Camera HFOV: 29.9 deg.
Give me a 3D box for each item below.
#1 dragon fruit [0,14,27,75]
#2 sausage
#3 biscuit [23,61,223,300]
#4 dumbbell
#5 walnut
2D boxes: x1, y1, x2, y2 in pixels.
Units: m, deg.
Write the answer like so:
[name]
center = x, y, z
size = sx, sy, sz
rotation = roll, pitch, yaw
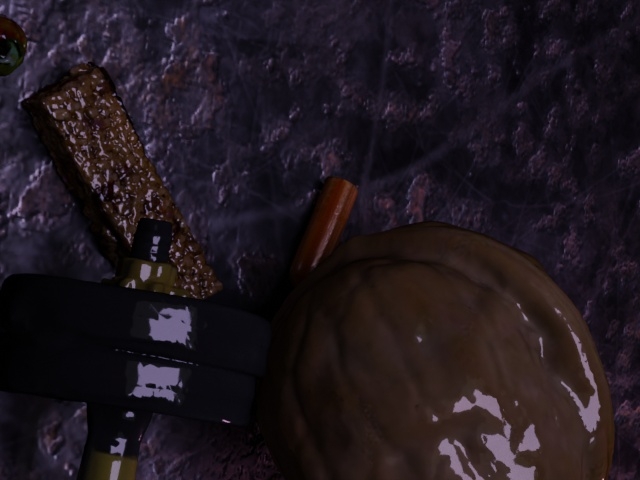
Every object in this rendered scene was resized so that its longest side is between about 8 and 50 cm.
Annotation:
[dragon fruit]
center = -0.263, -0.138, 0.732
size = 0.142, 0.175, 0.138
rotation = -45, 132, -66
[sausage]
center = 0.000, 0.000, 0.993
size = 0.031, 0.031, 0.107
rotation = 34, 67, -35
[biscuit]
center = -0.141, -0.031, 0.871
size = 0.064, 0.034, 0.199
rotation = -41, 113, -34
[dumbbell]
center = -0.142, 0.175, 0.769
size = 0.185, 0.185, 0.388
rotation = 18, 77, -39
[walnut]
center = 0.084, 0.120, 0.911
size = 0.296, 0.285, 0.285
rotation = -30, 110, -60
